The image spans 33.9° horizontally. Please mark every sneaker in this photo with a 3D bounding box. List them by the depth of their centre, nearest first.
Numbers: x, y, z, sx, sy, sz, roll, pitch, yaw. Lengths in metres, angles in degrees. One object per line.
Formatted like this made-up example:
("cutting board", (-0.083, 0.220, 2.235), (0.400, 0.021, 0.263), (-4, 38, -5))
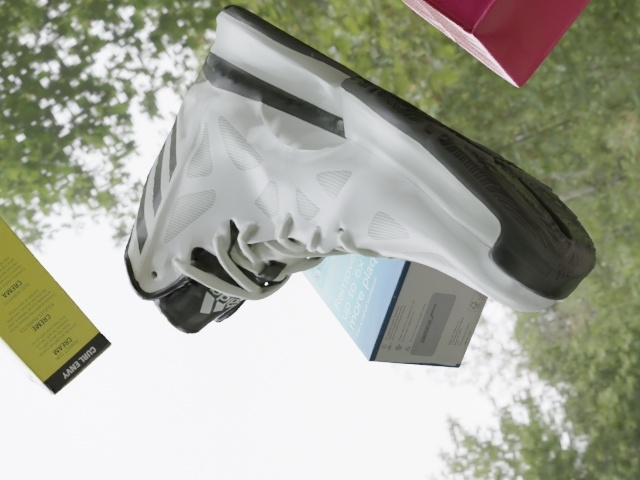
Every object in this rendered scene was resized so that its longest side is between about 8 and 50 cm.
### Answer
("sneaker", (0.000, 0.000, 0.830), (0.169, 0.257, 0.447), (22, -169, -41))

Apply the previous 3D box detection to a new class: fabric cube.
("fabric cube", (0.222, -0.404, 1.416), (0.259, 0.254, 0.258), (42, -168, 24))

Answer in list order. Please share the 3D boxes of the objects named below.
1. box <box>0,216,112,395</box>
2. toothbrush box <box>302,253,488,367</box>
("box", (-0.250, 0.004, 0.737), (0.058, 0.087, 0.232), (-44, -73, -19))
("toothbrush box", (0.082, -0.021, 1.221), (0.126, 0.216, 0.295), (8, -156, -26))
